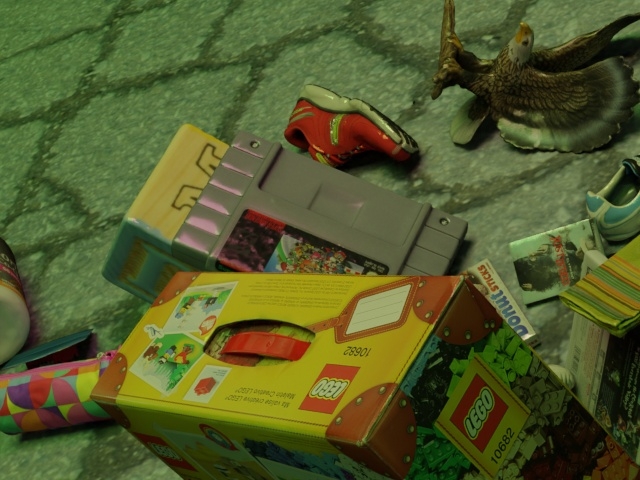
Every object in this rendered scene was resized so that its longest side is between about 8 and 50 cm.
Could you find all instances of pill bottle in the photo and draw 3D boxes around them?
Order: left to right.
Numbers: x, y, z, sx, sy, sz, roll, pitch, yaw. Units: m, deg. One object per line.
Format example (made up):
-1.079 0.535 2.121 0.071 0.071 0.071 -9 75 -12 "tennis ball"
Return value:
-0.571 0.074 2.494 0.162 0.162 0.278 -32 37 1 "pill bottle"

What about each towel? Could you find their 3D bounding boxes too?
0.382 0.015 1.710 0.237 0.021 0.102 -36 38 -17 "towel"

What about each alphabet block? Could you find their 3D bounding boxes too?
-0.179 -0.015 2.230 0.197 0.193 0.192 -62 5 -33 "alphabet block"

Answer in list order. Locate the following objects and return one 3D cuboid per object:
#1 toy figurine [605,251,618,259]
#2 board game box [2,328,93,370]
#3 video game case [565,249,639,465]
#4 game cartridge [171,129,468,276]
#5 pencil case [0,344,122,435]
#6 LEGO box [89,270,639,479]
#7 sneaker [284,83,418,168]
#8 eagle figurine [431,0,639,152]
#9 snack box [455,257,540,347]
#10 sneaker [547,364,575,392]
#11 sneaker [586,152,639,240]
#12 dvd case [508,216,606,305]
0.458 0.041 1.806 0.209 0.148 0.213 8 54 49 "toy figurine"
-0.408 0.178 2.334 0.133 0.033 0.168 -19 6 0 "board game box"
0.341 0.133 1.756 0.022 0.190 0.173 -7 30 -22 "video game case"
0.000 0.000 2.096 0.355 0.068 0.230 22 52 8 "game cartridge"
-0.369 0.219 2.234 0.236 0.104 0.104 -15 40 23 "pencil case"
0.049 0.217 1.612 0.500 0.372 0.193 -1 49 54 "LEGO box"
0.044 -0.153 2.383 0.279 0.107 0.118 24 82 52 "sneaker"
0.315 -0.243 2.229 0.298 0.225 0.226 8 91 4 "eagle figurine"
0.226 0.092 2.008 0.064 0.022 0.178 -29 36 2 "snack box"
0.194 0.162 1.891 0.235 0.094 0.153 -26 44 26 "sneaker"
0.450 -0.093 2.006 0.237 0.086 0.085 -38 35 -9 "sneaker"
0.310 0.027 1.987 0.119 0.013 0.087 -17 79 19 "dvd case"
